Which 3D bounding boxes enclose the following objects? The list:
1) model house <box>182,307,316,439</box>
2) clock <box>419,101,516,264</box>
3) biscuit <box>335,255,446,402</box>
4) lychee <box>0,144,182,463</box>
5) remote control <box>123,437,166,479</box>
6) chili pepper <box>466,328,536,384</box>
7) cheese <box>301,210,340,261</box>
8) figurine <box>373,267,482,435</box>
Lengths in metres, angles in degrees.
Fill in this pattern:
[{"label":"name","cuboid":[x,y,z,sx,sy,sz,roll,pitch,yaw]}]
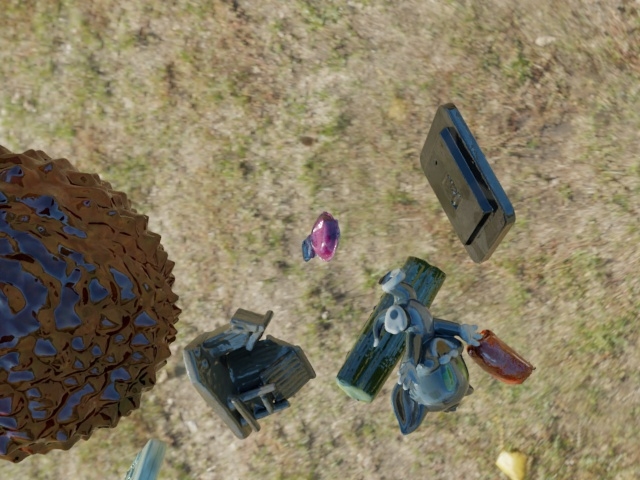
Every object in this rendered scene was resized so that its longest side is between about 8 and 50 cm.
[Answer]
[{"label":"model house","cuboid":[-0.120,0.228,1.602,0.188,0.122,0.229,-26,119,8]},{"label":"clock","cuboid":[0.280,-0.106,1.774,0.049,0.279,0.273,-22,72,-11]},{"label":"biscuit","cuboid":[0.137,0.169,1.742,0.099,0.038,0.322,29,66,12]},{"label":"lychee","cuboid":[-0.430,0.082,1.167,0.424,0.500,0.425,-30,56,59]},{"label":"remote control","cuboid":[-0.392,0.522,1.894,0.056,0.140,0.296,22,146,-10]},{"label":"chili pepper","cuboid":[0.325,0.215,1.627,0.123,0.073,0.070,36,112,-13]},{"label":"cheese","cuboid":[0.000,0.000,1.686,0.145,0.038,0.095,-34,59,55]},{"label":"figurine","cuboid":[0.162,0.189,1.525,0.265,0.193,0.140,51,139,4]}]
